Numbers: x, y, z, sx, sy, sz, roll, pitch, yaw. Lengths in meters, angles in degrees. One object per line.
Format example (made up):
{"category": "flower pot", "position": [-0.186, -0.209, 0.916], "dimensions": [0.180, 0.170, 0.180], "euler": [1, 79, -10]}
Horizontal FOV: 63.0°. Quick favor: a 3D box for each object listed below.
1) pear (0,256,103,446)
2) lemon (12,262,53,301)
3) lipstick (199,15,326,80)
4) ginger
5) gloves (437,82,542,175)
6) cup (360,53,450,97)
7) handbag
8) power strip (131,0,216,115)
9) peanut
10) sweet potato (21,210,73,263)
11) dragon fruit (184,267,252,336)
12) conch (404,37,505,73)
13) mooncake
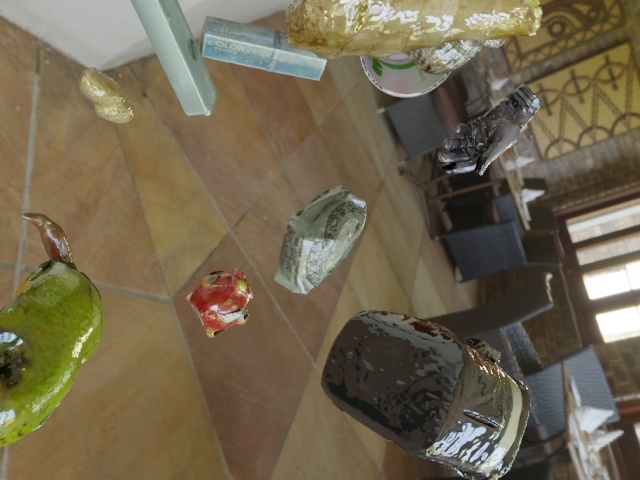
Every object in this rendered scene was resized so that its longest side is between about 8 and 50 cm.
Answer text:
{"category": "pear", "position": [-0.415, 0.163, 0.747], "dimensions": [0.164, 0.238, 0.255], "euler": [47, -12, -17]}
{"category": "lemon", "position": [-0.707, 0.181, 1.375], "dimensions": [0.188, 0.188, 0.257], "euler": [-15, 109, -65]}
{"category": "lipstick", "position": [-0.132, -0.444, 1.211], "dimensions": [0.289, 0.077, 0.076], "euler": [5, 61, -18]}
{"category": "ginger", "position": [0.136, -0.329, 0.813], "dimensions": [0.375, 0.236, 0.166], "euler": [13, 64, -15]}
{"category": "gloves", "position": [0.407, -0.253, 1.244], "dimensions": [0.142, 0.285, 0.119], "euler": [60, 5, 37]}
{"category": "cup", "position": [0.222, -0.543, 1.381], "dimensions": [0.253, 0.253, 0.274], "euler": [56, 19, -29]}
{"category": "handbag", "position": [0.143, 0.201, 0.718], "dimensions": [0.181, 0.254, 0.181], "euler": [33, 76, -34]}
{"category": "power strip", "position": [-0.300, -0.411, 1.049], "dimensions": [0.385, 0.062, 0.091], "euler": [72, 17, -46]}
{"category": "peanut", "position": [-0.475, -0.315, 1.160], "dimensions": [0.174, 0.080, 0.080], "euler": [66, 13, -70]}
{"category": "sweet potato", "position": [-0.722, 0.000, 1.407], "dimensions": [0.255, 0.058, 0.078], "euler": [84, 13, -45]}
{"category": "dragon fruit", "position": [-0.350, 0.213, 1.864], "dimensions": [0.227, 0.224, 0.224], "euler": [-22, 93, -22]}
{"category": "conch", "position": [0.245, -0.394, 1.002], "dimensions": [0.130, 0.207, 0.155], "euler": [53, 44, -52]}
{"category": "mooncake", "position": [0.005, 0.002, 1.374], "dimensions": [0.250, 0.136, 0.254], "euler": [-39, 152, -42]}
